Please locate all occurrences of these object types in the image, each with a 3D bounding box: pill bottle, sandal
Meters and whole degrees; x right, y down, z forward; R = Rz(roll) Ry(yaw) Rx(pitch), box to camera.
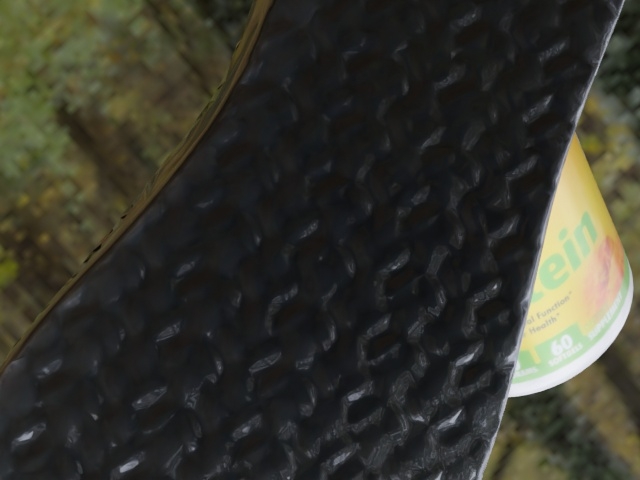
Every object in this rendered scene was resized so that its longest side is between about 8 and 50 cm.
[{"bbox_3d":[0.077,-0.037,1.061,0.136,0.245,0.136,-16,-137,15],"label":"pill bottle"},{"bbox_3d":[0.003,0.000,0.707,0.445,0.168,0.107,-62,-173,-13],"label":"sandal"}]
